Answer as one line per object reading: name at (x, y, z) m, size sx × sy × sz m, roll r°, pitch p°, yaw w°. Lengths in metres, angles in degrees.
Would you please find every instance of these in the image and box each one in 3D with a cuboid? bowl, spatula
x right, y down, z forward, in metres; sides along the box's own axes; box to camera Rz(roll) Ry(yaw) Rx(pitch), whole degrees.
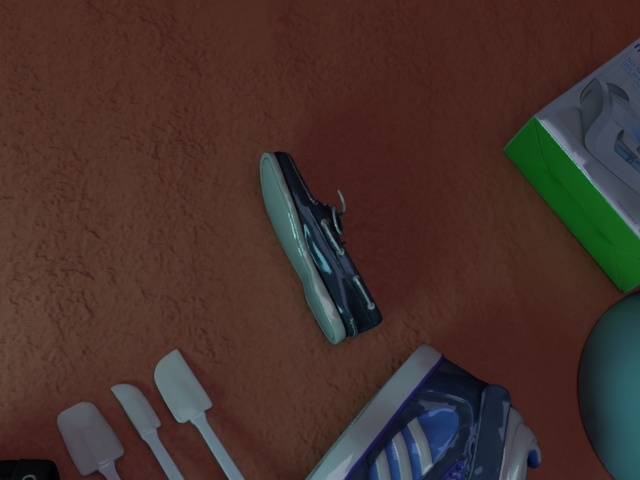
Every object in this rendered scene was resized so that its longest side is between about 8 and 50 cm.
bowl at (0.502, 0.187, 1.185) m, size 0.312 × 0.163 × 0.311 m, roll 3°, pitch 71°, yaw -10°
spatula at (-0.176, 0.261, 1.078) m, size 0.168 × 0.019 × 0.242 m, roll -27°, pitch 71°, yaw -24°

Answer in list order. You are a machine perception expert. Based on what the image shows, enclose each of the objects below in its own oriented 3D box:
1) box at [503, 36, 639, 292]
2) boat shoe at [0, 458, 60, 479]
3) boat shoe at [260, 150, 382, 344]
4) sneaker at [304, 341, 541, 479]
box at (0.428, -0.106, 1.283) m, size 0.231 × 0.127 × 0.262 m, roll -35°, pitch 82°, yaw -18°
boat shoe at (-0.290, 0.450, 0.925) m, size 0.156 × 0.187 × 0.500 m, roll -12°, pitch 71°, yaw -9°
boat shoe at (0.000, 0.000, 1.172) m, size 0.079 × 0.095 × 0.254 m, roll -22°, pitch 80°, yaw -16°
sneaker at (0.120, 0.296, 1.085) m, size 0.236 × 0.130 × 0.323 m, roll 40°, pitch 64°, yaw 7°
